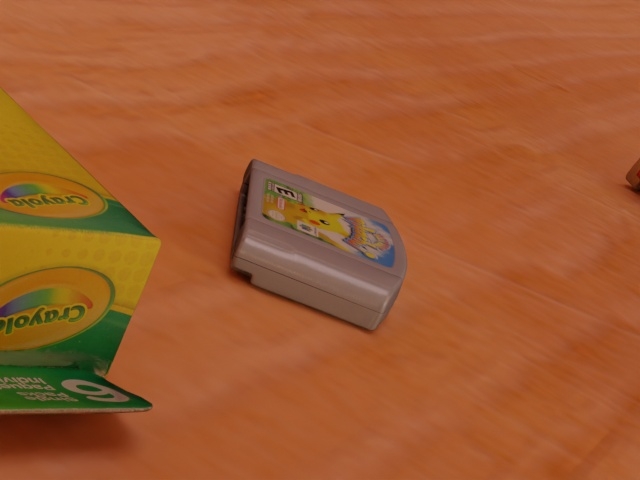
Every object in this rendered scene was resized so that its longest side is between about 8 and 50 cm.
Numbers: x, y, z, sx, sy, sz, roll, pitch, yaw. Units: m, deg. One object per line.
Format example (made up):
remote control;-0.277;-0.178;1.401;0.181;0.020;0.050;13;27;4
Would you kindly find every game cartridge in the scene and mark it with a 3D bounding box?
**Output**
game cartridge;0.000;0.000;0.479;0.056;0.017;0.083;25;18;-10

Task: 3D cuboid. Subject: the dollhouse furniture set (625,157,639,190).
dollhouse furniture set;0.278;0.004;0.691;0.262;0.135;0.259;4;38;-45

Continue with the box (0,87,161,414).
box;-0.116;-0.018;0.347;0.105;0.043;0.179;4;29;-44
